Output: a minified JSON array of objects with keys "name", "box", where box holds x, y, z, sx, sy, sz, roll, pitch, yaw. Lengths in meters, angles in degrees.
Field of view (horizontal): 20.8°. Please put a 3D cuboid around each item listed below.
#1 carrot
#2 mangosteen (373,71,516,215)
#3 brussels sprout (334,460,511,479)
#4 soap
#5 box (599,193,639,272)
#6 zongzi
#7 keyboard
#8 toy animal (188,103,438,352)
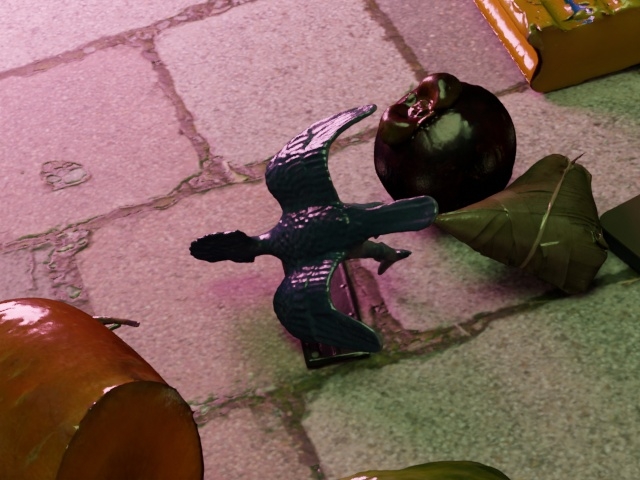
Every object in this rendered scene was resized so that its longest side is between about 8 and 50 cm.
[{"name":"carrot","box":[-0.235,0.148,1.482,0.331,0.193,0.214,28,89,41]},{"name":"mangosteen","box":[0.123,-0.099,1.747,0.152,0.152,0.152,-6,40,5]},{"name":"brussels sprout","box":[0.081,0.239,1.365,0.183,0.131,0.145,-10,34,-7]},{"name":"soap","box":[0.278,-0.307,2.003,0.204,0.096,0.324,-15,40,-6]},{"name":"box","box":[0.342,-0.015,1.693,0.126,0.031,0.091,-27,43,-19]},{"name":"zongzi","box":[0.182,-0.047,1.683,0.178,0.081,0.189,18,37,-15]},{"name":"keyboard","box":[0.000,0.051,1.699,0.064,0.010,0.198,-10,40,-4]},{"name":"toy animal","box":[0.000,0.000,1.643,0.176,0.255,0.239,1,75,-31]}]
